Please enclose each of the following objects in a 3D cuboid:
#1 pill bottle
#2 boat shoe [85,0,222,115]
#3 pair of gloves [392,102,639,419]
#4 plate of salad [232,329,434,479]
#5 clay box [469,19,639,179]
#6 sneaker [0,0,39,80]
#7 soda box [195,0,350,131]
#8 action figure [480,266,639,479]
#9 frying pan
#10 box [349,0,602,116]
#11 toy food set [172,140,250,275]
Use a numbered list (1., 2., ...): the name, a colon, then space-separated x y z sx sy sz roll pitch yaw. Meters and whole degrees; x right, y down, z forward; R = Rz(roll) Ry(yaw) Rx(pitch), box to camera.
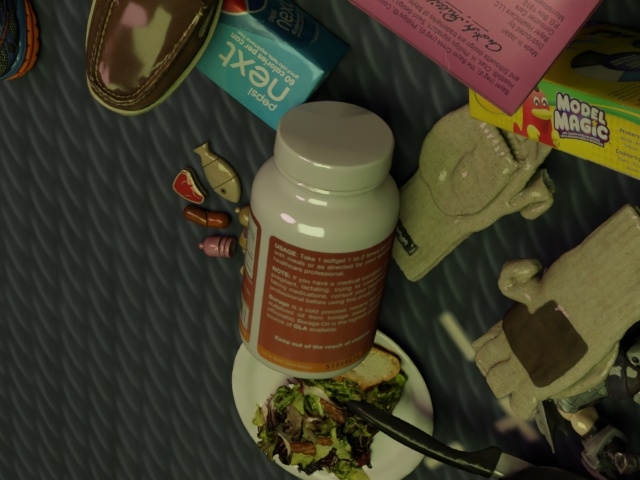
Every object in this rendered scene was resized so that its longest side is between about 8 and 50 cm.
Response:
1. pill bottle: 0.000 0.000 1.015 0.121 0.121 0.216 19 130 12
2. boat shoe: -0.107 -0.216 0.910 0.095 0.095 0.257 23 90 0
3. pair of gloves: 0.158 0.004 0.971 0.240 0.042 0.204 54 131 25
4. plate of salad: 0.006 0.156 1.153 0.200 0.048 0.200 9 119 17
5. clay box: 0.218 -0.093 0.831 0.222 0.127 0.053 28 130 51
6. sneaker: -0.298 -0.234 1.052 0.083 0.087 0.221 -2 115 22
7. soda box: -0.085 -0.185 1.004 0.210 0.067 0.071 38 123 -1
8. action figure: 0.263 0.106 0.998 0.285 0.099 0.185 0 123 26
9. frying pan: 0.190 0.228 1.092 0.326 0.053 0.197 25 162 32
10. box: 0.094 -0.223 0.808 0.213 0.243 0.117 36 123 1
11. toy food set: -0.091 -0.022 1.117 0.078 0.019 0.122 -35 99 32
